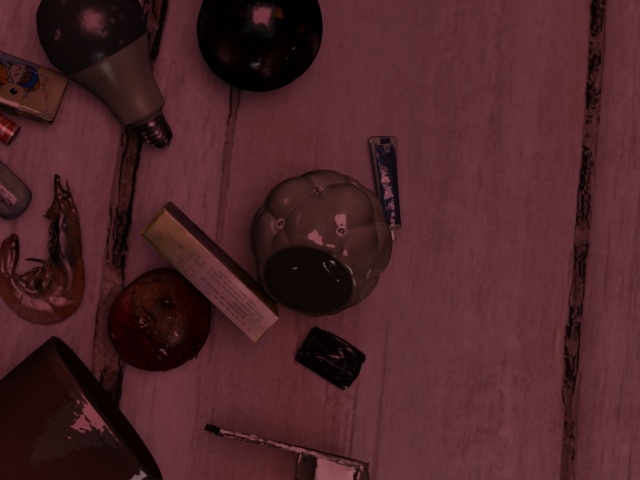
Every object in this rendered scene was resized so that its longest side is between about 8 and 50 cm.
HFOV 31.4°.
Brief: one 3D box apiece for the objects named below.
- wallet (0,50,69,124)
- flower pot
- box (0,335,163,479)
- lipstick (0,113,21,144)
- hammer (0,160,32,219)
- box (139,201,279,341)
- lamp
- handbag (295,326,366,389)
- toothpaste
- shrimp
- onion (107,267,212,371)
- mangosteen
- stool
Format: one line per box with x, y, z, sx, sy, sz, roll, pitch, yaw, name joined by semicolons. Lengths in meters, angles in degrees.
-0.508;-0.261;1.904;0.155;0.039;0.110;19;56;-11;wallet
0.000;0.000;1.926;0.246;0.246;0.195;28;46;-10;flower pot
-0.414;0.322;1.769;0.216;0.301;0.301;-35;93;-8;box
-0.566;-0.211;1.900;0.130;0.038;0.038;35;77;-9;lipstick
-0.575;-0.043;1.873;0.116;0.069;0.194;45;84;-7;hammer
-0.182;0.048;1.898;0.260;0.175;0.062;43;92;-6;box
-0.359;-0.303;1.927;0.182;0.182;0.314;-34;126;-15;lamp
0.034;0.195;1.962;0.115;0.139;0.072;34;69;-8;handbag
0.122;-0.094;2.070;0.057;0.035;0.197;-2;82;-20;toothpaste
-0.463;0.015;1.897;0.143;0.052;0.251;2;84;-12;shrimp
-0.256;0.140;1.888;0.184;0.147;0.184;-9;110;-27;onion
-0.122;-0.380;1.958;0.228;0.228;0.265;-39;62;-15;mangosteen
-0.082;0.456;1.888;0.269;0.170;0.244;16;80;-12;stool
